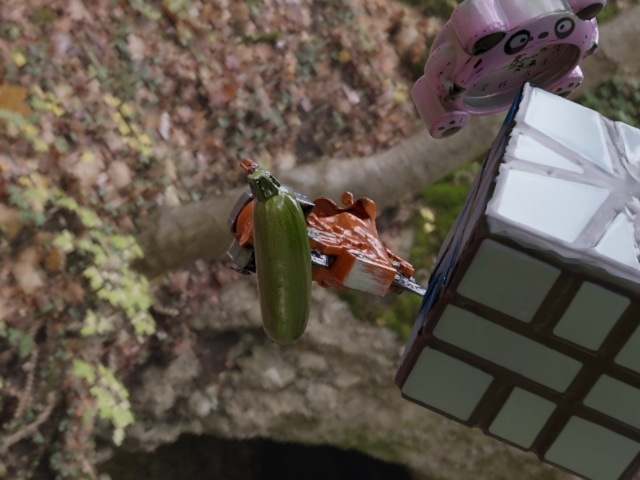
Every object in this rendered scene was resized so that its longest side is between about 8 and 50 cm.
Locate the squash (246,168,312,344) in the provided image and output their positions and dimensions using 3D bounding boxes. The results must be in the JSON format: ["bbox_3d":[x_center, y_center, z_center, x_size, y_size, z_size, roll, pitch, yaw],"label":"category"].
[{"bbox_3d":[-0.043,0.020,1.355,0.066,0.066,0.252,-111,-165,-50],"label":"squash"}]

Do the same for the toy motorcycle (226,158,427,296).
[{"bbox_3d":[0.000,0.000,1.628,0.326,0.147,0.221,19,13,-46],"label":"toy motorcycle"}]

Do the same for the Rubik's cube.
[{"bbox_3d":[0.277,0.048,1.284,0.294,0.283,0.288,21,41,2],"label":"Rubik's cube"}]

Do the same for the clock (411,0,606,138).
[{"bbox_3d":[0.235,-0.234,1.450,0.248,0.228,0.090,104,-34,-68],"label":"clock"}]
